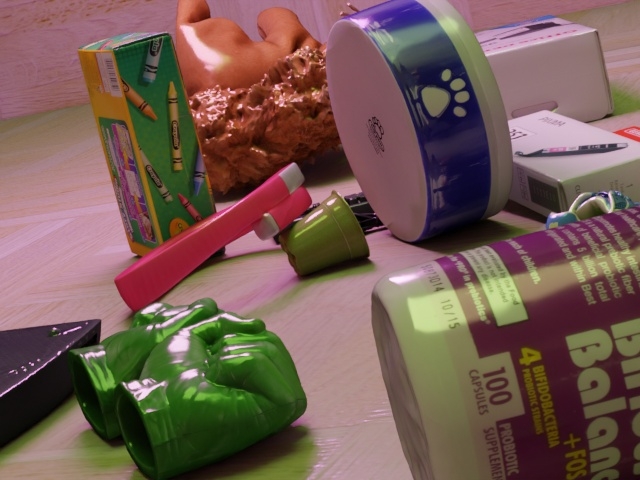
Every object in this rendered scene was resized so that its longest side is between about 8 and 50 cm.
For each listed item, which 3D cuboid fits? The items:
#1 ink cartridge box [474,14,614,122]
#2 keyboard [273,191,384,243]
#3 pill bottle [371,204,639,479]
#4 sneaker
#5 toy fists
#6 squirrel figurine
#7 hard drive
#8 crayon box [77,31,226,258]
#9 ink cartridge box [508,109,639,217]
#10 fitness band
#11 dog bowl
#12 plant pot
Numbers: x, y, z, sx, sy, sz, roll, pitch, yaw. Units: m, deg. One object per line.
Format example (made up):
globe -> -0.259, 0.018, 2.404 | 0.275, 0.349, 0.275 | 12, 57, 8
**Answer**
ink cartridge box -> 0.282, -0.241, 2.386 | 0.223, 0.129, 0.307 | -13, 12, -2
keyboard -> 0.091, -0.050, 1.968 | 0.317, 0.033, 0.201 | -15, 12, -3
pill bottle -> 0.195, 0.065, 1.002 | 0.302, 0.169, 0.169 | -15, 12, -5
sneaker -> 0.279, -0.011, 1.464 | 0.080, 0.081, 0.211 | -4, 14, 44
toy fists -> -0.108, 0.109, 1.311 | 0.142, 0.096, 0.279 | -17, 11, -20
squirrel figurine -> -0.025, -0.208, 2.421 | 0.371, 0.281, 0.397 | -3, 26, 0
hard drive -> -0.320, 0.142, 1.480 | 0.172, 0.054, 0.255 | -8, 14, 23
crayon box -> -0.211, -0.114, 1.992 | 0.081, 0.278, 0.165 | -18, 13, -20
ink cartridge box -> 0.317, -0.100, 1.824 | 0.239, 0.060, 0.275 | -18, 19, -15
fitness band -> -0.116, -0.002, 1.804 | 0.209, 0.054, 0.291 | -30, 4, 21
dog bowl -> 0.105, -0.135, 1.781 | 0.104, 0.264, 0.265 | -20, 13, -15
plant pot -> 0.000, 0.000, 1.756 | 0.079, 0.083, 0.083 | -29, 15, -8
